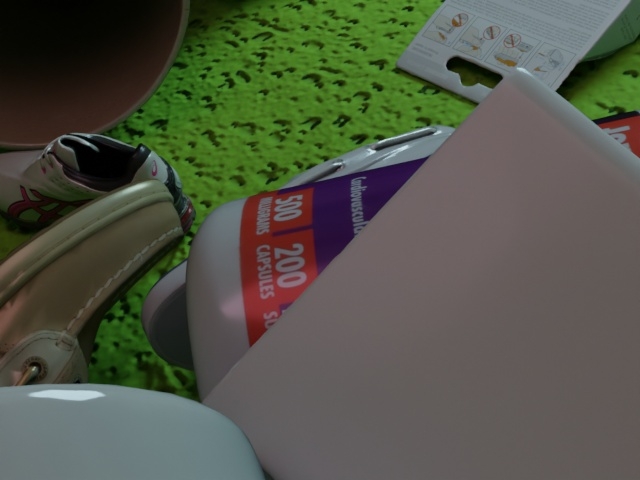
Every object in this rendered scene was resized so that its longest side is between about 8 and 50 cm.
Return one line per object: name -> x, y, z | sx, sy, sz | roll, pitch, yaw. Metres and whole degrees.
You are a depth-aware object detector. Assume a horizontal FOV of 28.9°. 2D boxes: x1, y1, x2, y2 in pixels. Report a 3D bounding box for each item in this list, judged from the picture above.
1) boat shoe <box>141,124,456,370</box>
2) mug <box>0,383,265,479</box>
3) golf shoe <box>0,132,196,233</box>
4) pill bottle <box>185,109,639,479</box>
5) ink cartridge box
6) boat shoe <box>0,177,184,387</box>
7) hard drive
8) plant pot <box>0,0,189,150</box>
boat shoe -> 0.000, 0.000, 0.793 | 0.258, 0.095, 0.084 | -21, 37, -18
mug -> -0.135, 0.283, 0.423 | 0.374, 0.276, 0.328 | -38, 58, 25
golf shoe -> -0.179, -0.051, 0.905 | 0.186, 0.086, 0.067 | 7, 50, 28
pill bottle -> 0.105, 0.037, 0.635 | 0.323, 0.181, 0.181 | -13, 42, 7
ink cartridge box -> 0.166, -0.168, 0.951 | 0.145, 0.045, 0.179 | 31, 80, 40
boat shoe -> -0.192, 0.102, 0.742 | 0.110, 0.121, 0.341 | 43, 69, 3
hard drive -> 0.129, 0.099, 0.499 | 0.307, 0.040, 0.203 | 42, 86, 17
plant pot -> -0.236, -0.241, 1.038 | 0.256, 0.256, 0.274 | -17, 25, 2
